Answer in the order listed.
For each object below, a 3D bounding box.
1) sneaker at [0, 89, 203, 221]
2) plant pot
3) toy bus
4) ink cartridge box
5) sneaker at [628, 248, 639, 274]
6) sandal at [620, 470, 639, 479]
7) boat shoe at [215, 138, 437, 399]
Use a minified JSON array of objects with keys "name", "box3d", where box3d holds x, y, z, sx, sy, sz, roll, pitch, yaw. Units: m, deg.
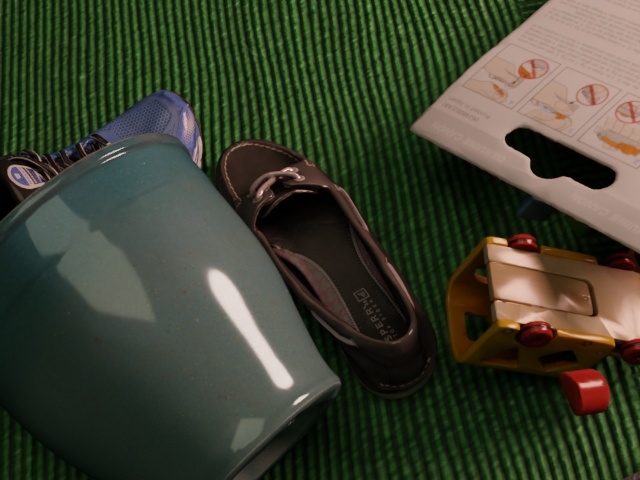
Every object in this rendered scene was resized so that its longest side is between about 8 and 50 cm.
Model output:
[{"name":"sneaker","box3d":[-0.247,-0.036,1.055,0.129,0.147,0.330,34,69,25]},{"name":"plant pot","box3d":[-0.132,0.096,0.907,0.271,0.272,0.255,-41,77,-15]},{"name":"toy bus","box3d":[0.208,0.069,0.944,0.202,0.104,0.191,47,52,10]},{"name":"ink cartridge box","box3d":[0.326,-0.141,1.017,0.385,0.091,0.308,-42,48,-16]},{"name":"sneaker","box3d":[0.390,0.010,0.965,0.214,0.083,0.084,1,58,7]},{"name":"sandal","box3d":[0.294,0.212,0.882,0.254,0.054,0.097,-38,71,-17]},{"name":"boat shoe","box3d":[0.000,0.000,1.023,0.112,0.095,0.335,-32,60,-10]}]
